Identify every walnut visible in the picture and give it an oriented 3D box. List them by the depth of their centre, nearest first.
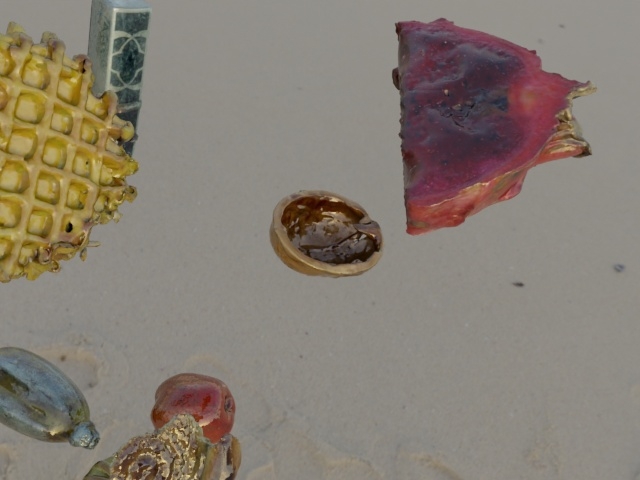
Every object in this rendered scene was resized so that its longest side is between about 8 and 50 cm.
[{"bbox_3d":[-0.002,0.001,1.038,0.211,0.087,0.167,0,57,-34],"label":"walnut"}]

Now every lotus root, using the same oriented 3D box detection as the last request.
[{"bbox_3d":[-0.617,0.361,1.397,0.322,0.140,0.158,32,76,5],"label":"lotus root"}]

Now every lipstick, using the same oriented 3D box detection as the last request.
[{"bbox_3d":[-0.331,-0.252,1.005,0.077,0.289,0.076,-18,50,-40],"label":"lipstick"}]

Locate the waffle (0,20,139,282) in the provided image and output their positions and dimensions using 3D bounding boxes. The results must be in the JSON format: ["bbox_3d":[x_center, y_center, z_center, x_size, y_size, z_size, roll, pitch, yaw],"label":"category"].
[{"bbox_3d":[-0.238,-0.066,0.489,0.070,0.197,0.193,-2,43,40],"label":"waffle"}]

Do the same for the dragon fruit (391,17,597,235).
[{"bbox_3d":[0.177,-0.107,0.659,0.212,0.134,0.262,-3,55,15],"label":"dragon fruit"}]

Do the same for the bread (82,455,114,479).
[{"bbox_3d":[-0.392,0.453,1.168,0.157,0.083,0.094,-26,86,-51],"label":"bread"}]

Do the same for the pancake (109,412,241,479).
[{"bbox_3d":[-0.218,0.408,1.012,0.212,0.257,0.056,-13,8,-24],"label":"pancake"}]

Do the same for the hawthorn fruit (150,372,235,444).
[{"bbox_3d":[-0.281,0.382,1.393,0.189,0.189,0.189,11,42,-10],"label":"hawthorn fruit"}]
